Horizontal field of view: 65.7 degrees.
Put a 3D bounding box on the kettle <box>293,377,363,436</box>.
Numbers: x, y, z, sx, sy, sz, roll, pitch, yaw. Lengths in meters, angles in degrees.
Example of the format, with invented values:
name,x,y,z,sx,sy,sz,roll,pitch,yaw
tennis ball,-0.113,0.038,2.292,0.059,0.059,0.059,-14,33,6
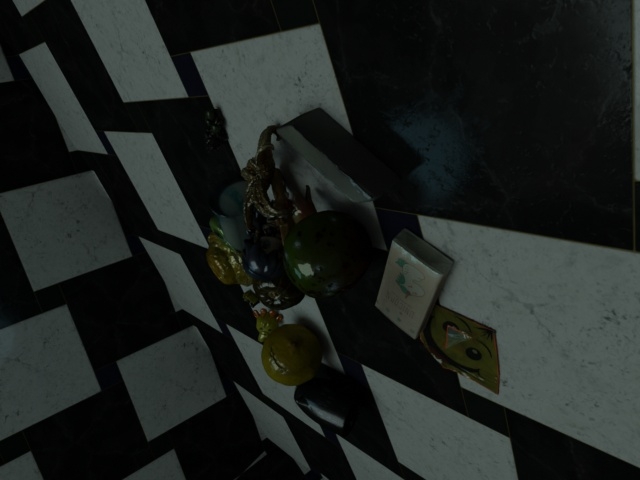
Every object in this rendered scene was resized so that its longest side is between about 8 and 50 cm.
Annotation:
name,x,y,z,sx,sy,sz,roll,pitch,yaw
kettle,0.031,0.703,2.200,0.290,0.268,0.207,16,102,24

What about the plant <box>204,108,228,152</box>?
name,x,y,z,sx,sy,sz,roll,pitch,yaw
plant,-0.371,-0.387,1.736,0.087,0.085,0.174,18,137,8

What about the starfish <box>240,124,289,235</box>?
name,x,y,z,sx,sy,sz,roll,pitch,yaw
starfish,-0.168,-0.182,1.470,0.312,0.113,0.303,120,145,-49

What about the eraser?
name,x,y,z,sx,sy,sz,roll,pitch,yaw
eraser,0.039,-0.224,1.292,0.352,0.111,0.077,44,149,15

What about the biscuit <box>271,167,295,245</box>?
name,x,y,z,sx,sy,sz,roll,pitch,yaw
biscuit,-0.106,-0.070,1.614,0.216,0.047,0.339,-26,-74,-84

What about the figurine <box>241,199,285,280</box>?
name,x,y,z,sx,sy,sz,roll,pitch,yaw
figurine,-0.187,0.011,1.727,0.175,0.265,0.197,14,143,-4

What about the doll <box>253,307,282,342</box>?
name,x,y,z,sx,sy,sz,roll,pitch,yaw
doll,-0.253,0.403,2.402,0.143,0.135,0.220,10,134,6

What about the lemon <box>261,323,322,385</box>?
name,x,y,z,sx,sy,sz,roll,pitch,yaw
lemon,-0.125,0.497,2.157,0.293,0.293,0.293,35,146,28

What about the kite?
name,x,y,z,sx,sy,sz,roll,pitch,yaw
kite,0.409,0.303,1.452,0.377,0.013,0.327,49,150,7

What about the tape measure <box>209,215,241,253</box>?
name,x,y,z,sx,sy,sz,roll,pitch,yaw
tape measure,-0.411,-0.044,2.146,0.177,0.087,0.154,33,158,33

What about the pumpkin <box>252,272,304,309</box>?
name,x,y,z,sx,sy,sz,roll,pitch,yaw
pumpkin,-0.168,0.174,1.982,0.219,0.162,0.219,13,138,12

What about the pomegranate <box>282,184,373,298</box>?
name,x,y,z,sx,sy,sz,roll,pitch,yaw
pomegranate,-0.011,0.018,1.453,0.323,0.291,0.291,42,150,0

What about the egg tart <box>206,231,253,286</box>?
name,x,y,z,sx,sy,sz,roll,pitch,yaw
egg tart,-0.444,0.104,2.318,0.319,0.128,0.319,38,150,27

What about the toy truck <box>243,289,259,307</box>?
name,x,y,z,sx,sy,sz,roll,pitch,yaw
toy truck,-0.345,0.286,2.457,0.083,0.049,0.054,37,146,23

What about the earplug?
name,x,y,z,sx,sy,sz,roll,pitch,yaw
earplug,-0.318,-0.067,1.918,0.185,0.185,0.324,39,153,22

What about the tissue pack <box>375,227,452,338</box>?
name,x,y,z,sx,sy,sz,roll,pitch,yaw
tissue pack,0.255,0.131,1.411,0.170,0.071,0.325,37,146,25
